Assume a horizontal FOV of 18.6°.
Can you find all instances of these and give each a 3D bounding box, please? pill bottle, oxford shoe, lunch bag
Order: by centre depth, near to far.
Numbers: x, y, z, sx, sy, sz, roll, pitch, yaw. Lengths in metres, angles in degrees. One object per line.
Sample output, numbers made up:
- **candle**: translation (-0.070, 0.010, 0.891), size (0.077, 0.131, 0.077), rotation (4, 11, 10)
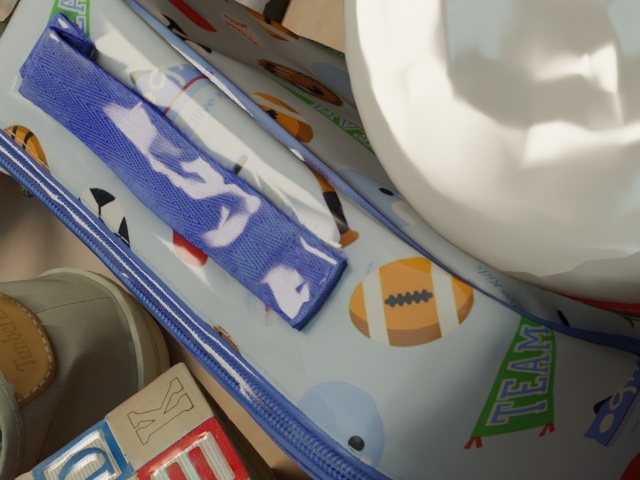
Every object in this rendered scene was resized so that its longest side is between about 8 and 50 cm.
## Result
- **pill bottle**: translation (0.161, -0.046, 0.614), size (0.176, 0.318, 0.176), rotation (-8, 75, 33)
- **lunch bag**: translation (0.000, 0.000, 0.765), size (0.303, 0.243, 0.115), rotation (40, 103, 33)
- **oxford shoe**: translation (-0.241, 0.196, 0.968), size (0.169, 0.130, 0.449), rotation (43, 107, 31)

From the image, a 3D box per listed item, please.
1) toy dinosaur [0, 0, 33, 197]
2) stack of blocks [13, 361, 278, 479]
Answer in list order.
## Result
- **toy dinosaur**: translation (-0.185, -0.046, 0.989), size (0.268, 0.064, 0.118), rotation (-42, 60, -11)
- **stack of blocks**: translation (-0.054, 0.204, 0.771), size (0.171, 0.087, 0.297), rotation (-36, 40, -1)
